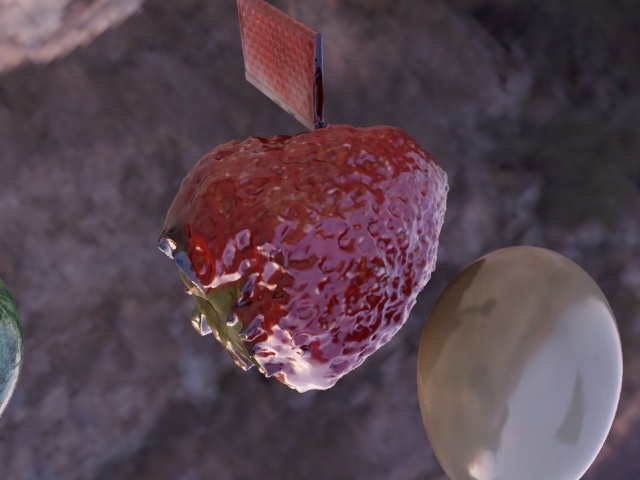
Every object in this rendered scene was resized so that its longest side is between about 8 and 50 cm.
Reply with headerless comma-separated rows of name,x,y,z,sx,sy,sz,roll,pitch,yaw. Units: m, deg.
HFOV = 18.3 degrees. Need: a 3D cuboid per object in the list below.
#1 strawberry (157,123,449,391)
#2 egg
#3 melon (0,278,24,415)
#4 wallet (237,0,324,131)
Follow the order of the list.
strawberry,0.000,0.000,1.907,0.277,0.257,0.257,-36,167,-12
egg,0.179,0.124,1.803,0.186,0.186,0.241,42,58,-78
melon,-0.331,0.097,1.376,0.288,0.182,0.182,-26,178,33
wallet,-0.040,-0.186,2.036,0.020,0.196,0.103,-13,114,-19
